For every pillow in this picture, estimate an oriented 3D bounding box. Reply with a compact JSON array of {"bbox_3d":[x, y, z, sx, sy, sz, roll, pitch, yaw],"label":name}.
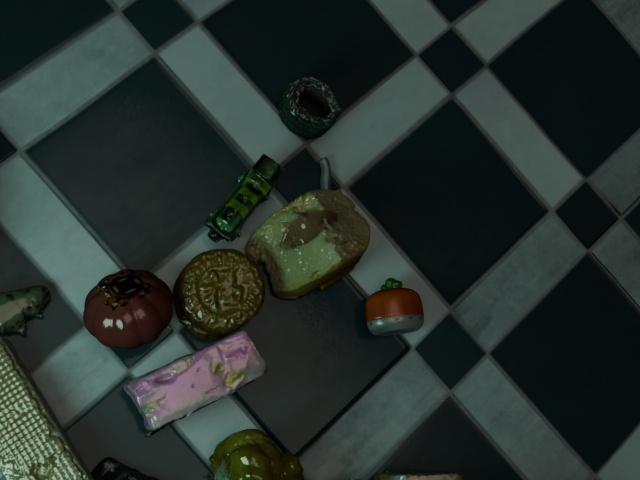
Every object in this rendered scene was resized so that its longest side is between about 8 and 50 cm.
[{"bbox_3d":[-0.652,0.153,1.803,0.241,0.051,0.093,-11,75,-18],"label":"pillow"}]

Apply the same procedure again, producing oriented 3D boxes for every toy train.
[{"bbox_3d":[-0.166,-0.084,1.946,0.083,0.132,0.200,36,69,-4],"label":"toy train"}]

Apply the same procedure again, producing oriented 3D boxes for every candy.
[{"bbox_3d":[-0.249,0.283,1.827,0.265,0.155,0.116,-24,81,-19],"label":"candy"}]

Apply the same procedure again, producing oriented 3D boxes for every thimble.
[{"bbox_3d":[-0.026,-0.299,2.055,0.135,0.090,0.118,44,73,-4],"label":"thimble"}]

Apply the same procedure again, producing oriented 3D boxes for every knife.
[{"bbox_3d":[0.010,-0.085,2.054,0.028,0.015,0.210,4,78,-19],"label":"knife"}]

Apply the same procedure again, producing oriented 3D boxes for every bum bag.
[{"bbox_3d":[-0.344,0.523,1.797,0.248,0.060,0.123,26,73,-6],"label":"bum bag"}]

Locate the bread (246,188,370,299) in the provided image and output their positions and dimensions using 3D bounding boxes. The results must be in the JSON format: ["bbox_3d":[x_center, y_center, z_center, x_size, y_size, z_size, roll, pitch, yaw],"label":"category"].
[{"bbox_3d":[-0.004,0.004,1.988,0.211,0.224,0.184,-17,73,-52],"label":"bread"}]

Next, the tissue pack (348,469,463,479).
[{"bbox_3d":[0.168,0.620,1.830,0.238,0.238,0.306,0,78,-15],"label":"tissue pack"}]

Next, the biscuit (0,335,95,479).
[{"bbox_3d":[-0.553,0.393,1.735,0.144,0.078,0.426,-34,80,-12],"label":"biscuit"}]

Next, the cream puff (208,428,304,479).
[{"bbox_3d":[-0.118,0.484,1.811,0.194,0.194,0.221,1,82,-15],"label":"cream puff"}]

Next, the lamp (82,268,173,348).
[{"bbox_3d":[-0.382,0.143,1.829,0.182,0.140,0.182,-3,37,2],"label":"lamp"}]

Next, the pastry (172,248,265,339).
[{"bbox_3d":[-0.213,0.109,1.903,0.188,0.103,0.189,3,77,-13],"label":"pastry"}]

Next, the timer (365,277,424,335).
[{"bbox_3d":[0.159,0.144,2.002,0.136,0.099,0.136,10,64,-21],"label":"timer"}]
